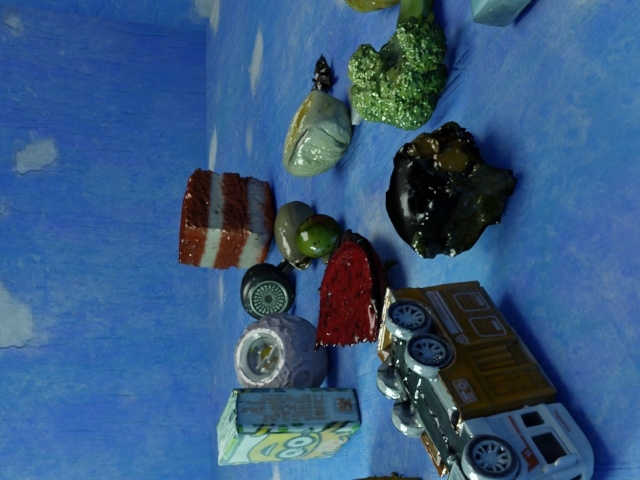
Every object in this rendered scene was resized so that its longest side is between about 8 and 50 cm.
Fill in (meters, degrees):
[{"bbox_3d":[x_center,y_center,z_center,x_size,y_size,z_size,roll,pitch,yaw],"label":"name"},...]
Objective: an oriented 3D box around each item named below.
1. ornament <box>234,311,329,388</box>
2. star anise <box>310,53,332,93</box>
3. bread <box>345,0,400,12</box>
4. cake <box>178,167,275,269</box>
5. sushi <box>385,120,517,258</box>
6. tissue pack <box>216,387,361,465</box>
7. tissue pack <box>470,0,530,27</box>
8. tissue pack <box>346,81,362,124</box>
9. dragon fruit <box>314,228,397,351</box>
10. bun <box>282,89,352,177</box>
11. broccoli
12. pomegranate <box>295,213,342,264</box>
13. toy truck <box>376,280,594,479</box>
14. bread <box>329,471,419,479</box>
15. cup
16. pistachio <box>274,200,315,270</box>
[{"bbox_3d":[-0.102,0.323,1.987,0.260,0.225,0.259,-9,70,28],"label":"ornament"},{"bbox_3d":[-0.001,-0.441,2.080,0.129,0.056,0.124,114,152,-46],"label":"star anise"},{"bbox_3d":[0.122,-0.588,1.626,0.268,0.130,0.152,-156,61,-70],"label":"bread"},{"bbox_3d":[-0.338,-0.065,2.629,0.269,0.320,0.270,115,156,-54],"label":"cake"},{"bbox_3d":[0.205,-0.094,1.238,0.200,0.213,0.204,-53,47,22],"label":"sushi"},{"bbox_3d":[-0.084,0.453,1.801,0.228,0.311,0.128,117,150,-50],"label":"tissue pack"},{"bbox_3d":[0.296,-0.498,1.158,0.177,0.089,0.263,135,137,-62],"label":"tissue pack"},{"bbox_3d":[0.089,-0.350,1.849,0.056,0.023,0.108,122,145,-56],"label":"tissue pack"},{"bbox_3d":[0.089,0.112,1.665,0.343,0.100,0.282,159,114,-67],"label":"dragon fruit"},{"bbox_3d":[-0.003,-0.265,1.923,0.244,0.153,0.243,-157,90,-78],"label":"bun"},{"bbox_3d":[0.147,-0.362,1.426,0.254,0.186,0.302,-109,20,-68],"label":"broccoli"},{"bbox_3d":[-0.003,-0.007,1.931,0.130,0.130,0.130,-177,90,-72],"label":"pomegranate"},{"bbox_3d":[0.230,0.235,1.066,0.387,0.207,0.173,-117,23,-46],"label":"toy truck"},{"bbox_3d":[0.079,0.577,1.504,0.340,0.179,0.194,137,134,-64],"label":"bread"},{"bbox_3d":[-0.158,0.141,2.351,0.223,0.169,0.176,-50,15,2],"label":"cup"},{"bbox_3d":[-0.068,-0.017,2.143,0.129,0.131,0.206,35,-142,-57],"label":"pistachio"}]
